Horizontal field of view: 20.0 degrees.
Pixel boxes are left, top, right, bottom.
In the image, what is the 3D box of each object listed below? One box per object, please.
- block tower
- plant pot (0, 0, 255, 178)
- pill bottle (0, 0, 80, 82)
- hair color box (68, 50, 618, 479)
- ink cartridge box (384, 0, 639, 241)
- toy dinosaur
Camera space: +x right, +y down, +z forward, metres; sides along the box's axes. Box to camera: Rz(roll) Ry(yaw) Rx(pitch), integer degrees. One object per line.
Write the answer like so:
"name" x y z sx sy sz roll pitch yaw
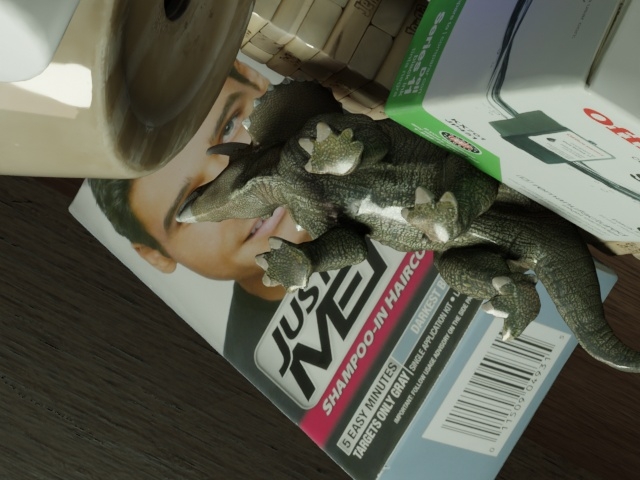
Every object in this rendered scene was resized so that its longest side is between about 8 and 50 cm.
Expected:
"block tower" 0.082 -0.099 1.073 0.335 0.097 0.091 30 169 -10
"plant pot" -0.185 -0.158 0.862 0.280 0.323 0.323 19 168 15
"pill bottle" -0.073 -0.186 0.478 0.152 0.272 0.152 20 168 4
"hair color box" 0.000 0.000 1.221 0.113 0.185 0.374 21 -167 -46
"ink cartridge box" 0.145 -0.066 0.846 0.153 0.087 0.208 29 171 -19
"toy dinosaur" 0.062 -0.022 0.987 0.313 0.121 0.160 12 -156 13
